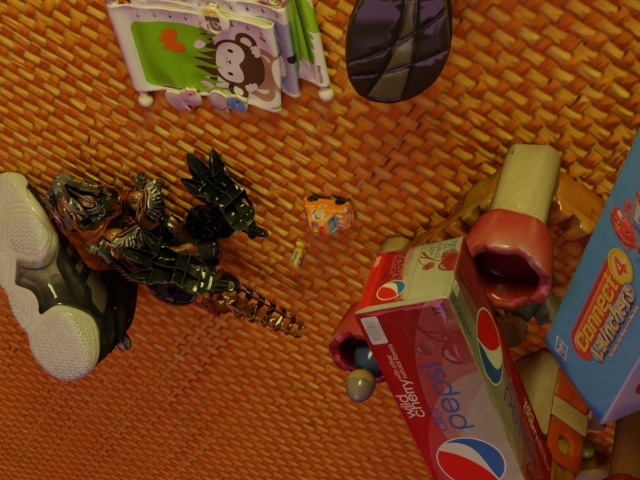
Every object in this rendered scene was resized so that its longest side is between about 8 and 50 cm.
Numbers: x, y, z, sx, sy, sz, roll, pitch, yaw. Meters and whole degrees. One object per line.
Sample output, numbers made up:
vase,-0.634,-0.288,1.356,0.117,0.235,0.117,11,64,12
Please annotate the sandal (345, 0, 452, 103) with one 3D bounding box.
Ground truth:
sandal,0.065,-0.215,0.814,0.090,0.060,0.219,4,124,14

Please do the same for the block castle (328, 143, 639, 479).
block castle,0.258,0.144,1.010,0.453,0.212,0.303,35,141,-15

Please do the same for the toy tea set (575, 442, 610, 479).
toy tea set,0.253,0.352,1.369,0.200,0.124,0.336,-4,140,-13

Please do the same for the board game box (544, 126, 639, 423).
board game box,0.347,-0.021,0.728,0.302,0.086,0.308,-16,144,-18

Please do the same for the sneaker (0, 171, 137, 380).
sneaker,-0.325,0.038,1.264,0.101,0.153,0.268,-23,89,24

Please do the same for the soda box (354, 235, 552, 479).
soda box,0.122,0.131,0.861,0.084,0.092,0.263,-12,119,24

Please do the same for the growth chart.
growth chart,-0.098,-0.184,0.956,0.237,0.021,0.172,3,139,24

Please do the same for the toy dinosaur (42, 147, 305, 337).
toy dinosaur,-0.160,0.008,1.149,0.322,0.164,0.218,13,160,-17

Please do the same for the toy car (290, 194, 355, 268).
toy car,0.000,0.000,1.106,0.060,0.040,0.122,19,141,5
